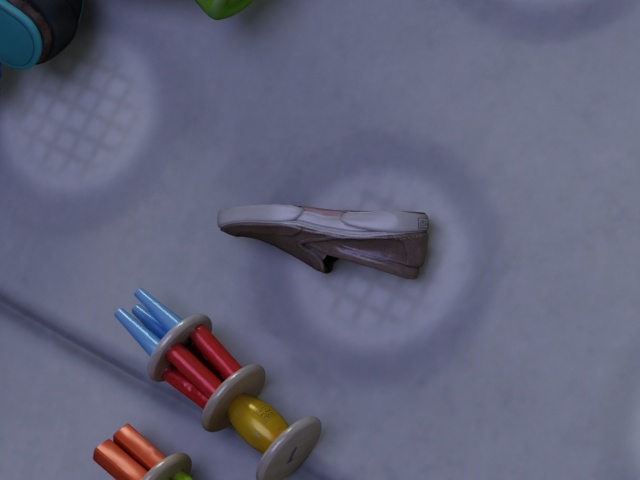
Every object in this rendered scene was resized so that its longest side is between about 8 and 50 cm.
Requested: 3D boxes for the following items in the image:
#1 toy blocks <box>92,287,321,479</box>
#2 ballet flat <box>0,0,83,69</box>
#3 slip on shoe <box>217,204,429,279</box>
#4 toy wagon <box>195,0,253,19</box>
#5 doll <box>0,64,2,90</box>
[{"bbox_3d":[-0.090,0.111,1.074,0.148,0.054,0.123,41,92,22],"label":"toy blocks"},{"bbox_3d":[-0.279,-0.213,1.147,0.280,0.095,0.096,33,52,-8],"label":"ballet flat"},{"bbox_3d":[0.000,0.000,1.075,0.135,0.051,0.041,3,90,14],"label":"slip on shoe"},{"bbox_3d":[-0.083,-0.315,1.070,0.267,0.068,0.344,47,128,11],"label":"toy wagon"},{"bbox_3d":[-0.271,-0.096,1.189,0.129,0.046,0.189,10,81,27],"label":"doll"}]
